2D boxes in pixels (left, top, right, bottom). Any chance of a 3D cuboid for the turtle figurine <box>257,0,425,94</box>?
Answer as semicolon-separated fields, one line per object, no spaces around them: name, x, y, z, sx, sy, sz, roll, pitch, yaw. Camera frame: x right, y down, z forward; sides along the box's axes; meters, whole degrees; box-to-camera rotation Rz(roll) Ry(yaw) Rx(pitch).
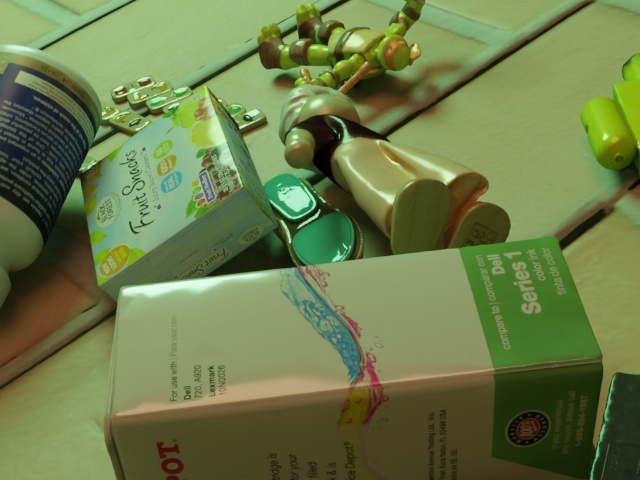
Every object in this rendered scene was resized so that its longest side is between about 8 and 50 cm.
turtle figurine;0.043;-0.237;1.392;0.217;0.087;0.269;19;56;44

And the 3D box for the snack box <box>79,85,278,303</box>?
snack box;-0.150;-0.041;1.181;0.174;0.070;0.207;-34;36;9

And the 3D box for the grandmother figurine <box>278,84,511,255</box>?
grandmother figurine;0.053;-0.073;1.128;0.104;0.208;0.342;-55;34;7

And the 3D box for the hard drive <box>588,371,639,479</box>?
hard drive;0.346;0.208;0.767;0.339;0.064;0.237;4;41;22

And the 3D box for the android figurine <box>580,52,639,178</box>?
android figurine;0.393;-0.114;1.162;0.248;0.056;0.273;-8;37;7

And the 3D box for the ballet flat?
ballet flat;0.000;0.000;1.120;0.073;0.067;0.206;-28;32;-3

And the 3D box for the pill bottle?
pill bottle;-0.340;-0.060;1.205;0.153;0.153;0.265;4;57;21

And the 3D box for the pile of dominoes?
pile of dominoes;-0.213;-0.141;1.387;0.251;0.040;0.196;23;51;36

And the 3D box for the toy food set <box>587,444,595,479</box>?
toy food set;0.036;0.202;0.863;0.306;0.092;0.220;13;44;17

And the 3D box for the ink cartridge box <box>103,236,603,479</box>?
ink cartridge box;0.020;0.120;0.734;0.278;0.201;0.117;-6;42;-2
